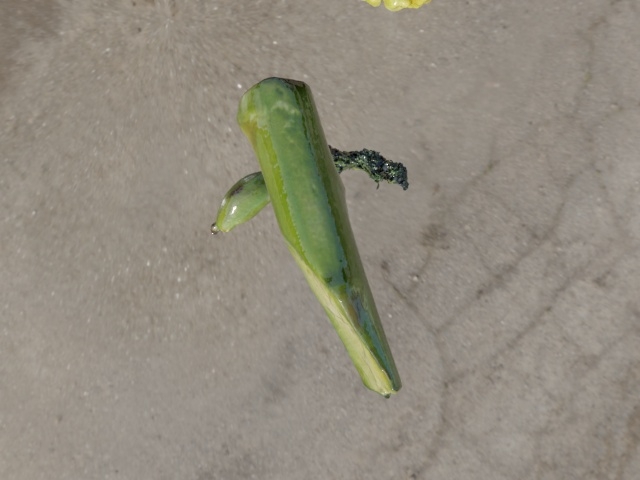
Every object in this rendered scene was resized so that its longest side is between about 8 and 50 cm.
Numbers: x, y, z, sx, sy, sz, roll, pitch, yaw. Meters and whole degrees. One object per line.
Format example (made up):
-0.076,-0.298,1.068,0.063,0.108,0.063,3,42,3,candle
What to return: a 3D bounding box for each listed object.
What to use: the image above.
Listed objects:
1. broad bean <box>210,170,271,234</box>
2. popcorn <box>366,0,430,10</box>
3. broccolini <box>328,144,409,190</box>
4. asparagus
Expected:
-0.086,-0.078,1.184,0.213,0.048,0.070,-46,147,14,broad bean
0.087,-0.450,1.135,0.192,0.233,0.266,-13,72,-36,popcorn
0.042,-0.121,1.274,0.123,0.271,0.062,29,91,-17,broccolini
0.000,0.000,0.433,0.041,0.045,0.178,-23,76,25,asparagus
